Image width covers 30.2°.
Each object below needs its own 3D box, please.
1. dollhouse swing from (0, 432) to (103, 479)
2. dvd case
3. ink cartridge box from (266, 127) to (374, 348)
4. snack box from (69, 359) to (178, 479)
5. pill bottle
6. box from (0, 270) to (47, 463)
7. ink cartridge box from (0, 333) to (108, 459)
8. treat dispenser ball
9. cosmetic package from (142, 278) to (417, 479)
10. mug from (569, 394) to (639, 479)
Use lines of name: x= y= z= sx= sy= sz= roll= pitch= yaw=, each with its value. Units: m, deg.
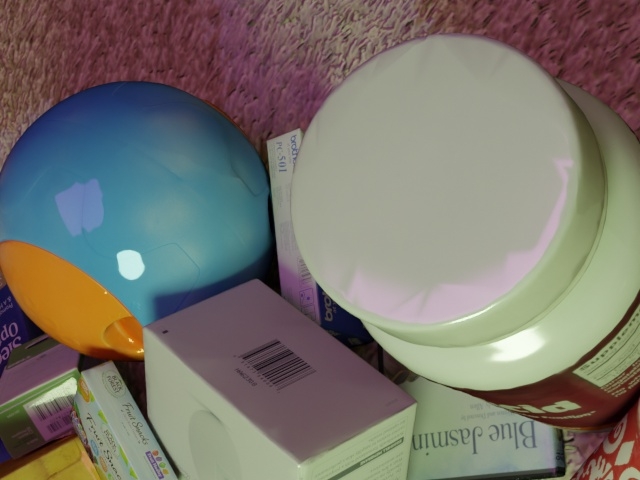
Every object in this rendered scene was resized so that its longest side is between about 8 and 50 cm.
dollhouse swing: x=-0.327 y=0.404 z=1.165 sx=0.315 sy=0.347 sz=0.304 roll=-26 pitch=92 yaw=56
dvd case: x=0.132 y=0.102 z=1.109 sx=0.180 sy=0.022 sz=0.252 roll=-14 pitch=69 yaw=33
ink cartridge box: x=0.000 y=0.000 z=1.189 sx=0.046 sy=0.097 sz=0.207 roll=-18 pitch=67 yaw=31
snack box: x=-0.189 y=0.199 z=1.128 sx=0.141 sy=0.037 sz=0.100 roll=56 pitch=146 yaw=21
pill bottle: x=0.151 y=0.011 z=0.869 sx=0.224 sy=0.392 sz=0.224 roll=-8 pitch=71 yaw=26
box: x=-0.395 y=0.155 z=1.479 sx=0.136 sy=0.036 sz=0.225 roll=-38 pitch=59 yaw=22
ink cartridge box: x=-0.301 y=0.158 z=1.338 sx=0.109 sy=0.062 sz=0.209 roll=-27 pitch=15 yaw=-1
treat dispenser ball: x=-0.187 y=-0.019 z=1.211 sx=0.288 sy=0.288 sz=0.288 roll=-11 pitch=71 yaw=34
cosmetic package: x=-0.043 y=0.196 z=1.080 sx=0.224 sy=0.138 sz=0.224 roll=35 pitch=134 yaw=37
mug: x=0.267 y=0.201 z=0.907 sx=0.169 sy=0.150 sz=0.113 roll=119 pitch=175 yaw=-45
